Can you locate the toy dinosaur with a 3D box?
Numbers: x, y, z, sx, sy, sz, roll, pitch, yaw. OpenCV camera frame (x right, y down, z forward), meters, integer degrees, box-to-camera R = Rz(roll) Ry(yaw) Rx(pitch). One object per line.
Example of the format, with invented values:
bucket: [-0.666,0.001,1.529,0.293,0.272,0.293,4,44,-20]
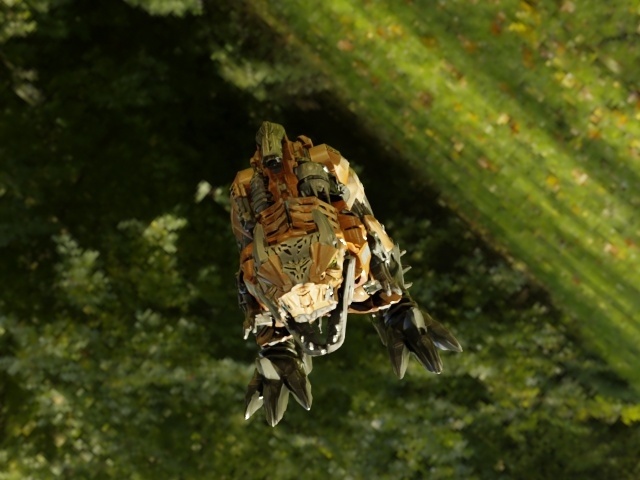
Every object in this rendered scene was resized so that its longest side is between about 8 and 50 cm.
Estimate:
toy dinosaur: [0.000,0.000,0.841,0.322,0.164,0.218,-62,-43,-57]
